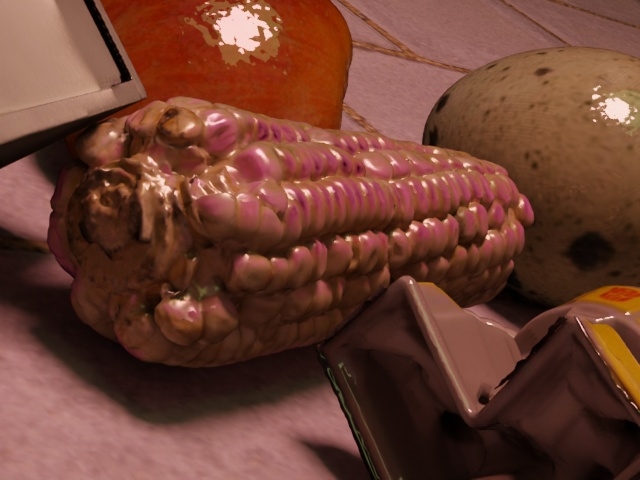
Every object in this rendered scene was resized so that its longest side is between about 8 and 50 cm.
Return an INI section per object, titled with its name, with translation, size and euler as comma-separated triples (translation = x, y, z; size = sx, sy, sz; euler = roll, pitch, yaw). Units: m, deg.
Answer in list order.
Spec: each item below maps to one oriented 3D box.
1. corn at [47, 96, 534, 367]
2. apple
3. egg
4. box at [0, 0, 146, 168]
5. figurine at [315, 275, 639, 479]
[corn]
translation = -0.001, -0.002, 0.779
size = 0.127, 0.126, 0.335
euler = 37, 19, 29
[apple]
translation = -0.069, -0.090, 0.892
size = 0.173, 0.160, 0.195
euler = 3, 14, 1
[egg]
translation = 0.164, -0.047, 1.003
size = 0.228, 0.177, 0.177
euler = 26, 16, 37
[box]
translation = -0.202, -0.129, 0.633
size = 0.225, 0.117, 0.225
euler = 64, 11, -6
[figurine]
translation = 0.158, 0.082, 0.709
size = 0.308, 0.143, 0.308
euler = 19, 16, -6
